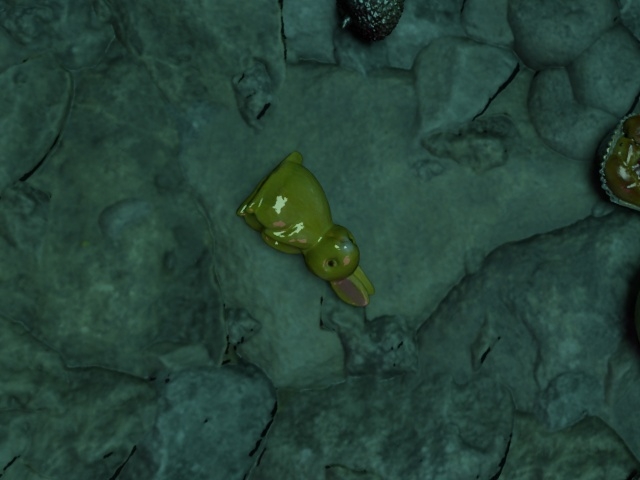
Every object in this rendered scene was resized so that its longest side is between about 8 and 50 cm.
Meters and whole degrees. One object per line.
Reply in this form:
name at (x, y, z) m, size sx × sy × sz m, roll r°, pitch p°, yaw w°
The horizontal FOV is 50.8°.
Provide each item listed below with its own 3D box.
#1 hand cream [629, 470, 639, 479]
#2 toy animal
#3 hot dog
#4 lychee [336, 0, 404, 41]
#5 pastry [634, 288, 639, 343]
hand cream at (0.387, 0.309, 0.708) m, size 0.163 × 0.039 × 0.062 m, roll 34°, pitch 96°, yaw -5°
toy animal at (0.003, -0.002, 0.644) m, size 0.159 × 0.070 × 0.083 m, roll 45°, pitch 77°, yaw -9°
hot dog at (0.388, -0.067, 0.732) m, size 0.191 × 0.059 × 0.108 m, roll 24°, pitch 85°, yaw -11°
lychee at (0.050, -0.236, 0.675) m, size 0.083 × 0.068 × 0.067 m, roll -52°, pitch 137°, yaw -14°
pastry at (0.403, 0.076, 0.704) m, size 0.157 × 0.092 × 0.156 m, roll 2°, pitch 83°, yaw -14°
